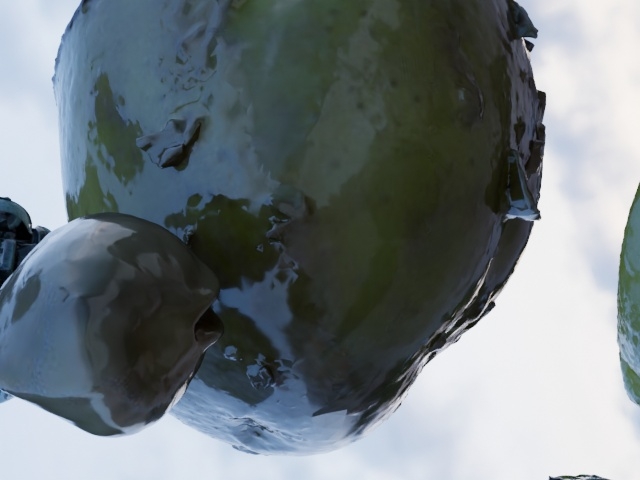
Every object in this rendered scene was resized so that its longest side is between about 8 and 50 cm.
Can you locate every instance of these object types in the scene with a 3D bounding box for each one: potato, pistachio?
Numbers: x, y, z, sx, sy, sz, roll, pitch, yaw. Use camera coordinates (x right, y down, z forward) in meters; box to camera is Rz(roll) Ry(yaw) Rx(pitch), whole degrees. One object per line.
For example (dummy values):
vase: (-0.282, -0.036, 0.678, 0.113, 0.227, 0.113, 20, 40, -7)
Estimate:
potato: (0.000, 0.000, 1.385, 0.442, 0.385, 0.319, 87, 175, -64)
pistachio: (-0.135, 0.046, 1.116, 0.223, 0.152, 0.126, -101, 0, -73)

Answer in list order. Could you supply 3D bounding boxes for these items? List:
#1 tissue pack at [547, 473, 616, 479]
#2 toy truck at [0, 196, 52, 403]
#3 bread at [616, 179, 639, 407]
tissue pack: (0.197, 0.266, 1.078, 0.073, 0.173, 0.235, 11, -96, -42)
toy truck: (-0.379, 0.051, 1.484, 0.136, 0.305, 0.162, -92, 13, -50)
bread: (0.275, 0.000, 1.024, 0.270, 0.148, 0.269, -38, -40, -42)
